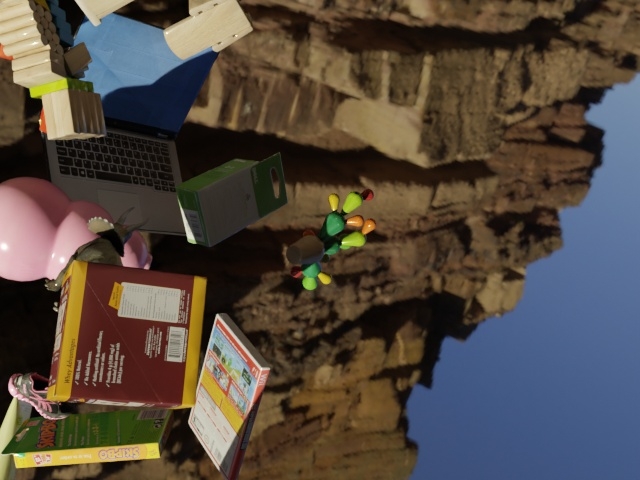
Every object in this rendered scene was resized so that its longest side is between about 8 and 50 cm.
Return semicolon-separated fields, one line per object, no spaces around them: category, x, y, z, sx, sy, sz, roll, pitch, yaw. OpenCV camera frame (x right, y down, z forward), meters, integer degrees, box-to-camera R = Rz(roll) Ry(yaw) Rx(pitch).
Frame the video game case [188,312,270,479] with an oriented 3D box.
video game case;-0.193;0.322;1.683;0.025;0.285;0.204;0;-153;-36

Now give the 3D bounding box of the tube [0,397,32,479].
tube;-0.596;0.406;1.546;0.062;0.240;0.070;25;161;-37

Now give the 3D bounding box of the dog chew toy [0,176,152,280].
dog chew toy;-0.500;0.003;1.617;0.332;0.206;0.206;19;-153;-14

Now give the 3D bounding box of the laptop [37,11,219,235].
laptop;-0.401;-0.249;1.846;0.382;0.236;0.408;5;-113;-51

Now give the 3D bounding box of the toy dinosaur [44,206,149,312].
toy dinosaur;-0.390;0.063;1.413;0.121;0.160;0.313;27;-157;-25

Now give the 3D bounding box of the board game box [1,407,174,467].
board game box;-0.384;0.327;1.363;0.259;0.039;0.124;-2;-164;1

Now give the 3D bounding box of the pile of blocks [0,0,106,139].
pile of blocks;-0.516;-0.342;1.494;0.112;0.362;0.149;-9;-156;19

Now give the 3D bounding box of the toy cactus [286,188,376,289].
toy cactus;0.000;0.000;1.446;0.112;0.219;0.180;49;-149;16

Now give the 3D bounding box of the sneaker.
sneaker;-0.427;0.241;1.282;0.119;0.057;0.047;43;-148;-39

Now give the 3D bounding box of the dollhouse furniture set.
dollhouse furniture set;-0.267;-0.458;1.254;0.198;0.286;0.303;-24;-139;10

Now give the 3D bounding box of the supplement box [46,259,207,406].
supplement box;-0.284;0.144;1.195;0.194;0.191;0.129;9;165;-21

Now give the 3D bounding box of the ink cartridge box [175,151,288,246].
ink cartridge box;-0.157;-0.081;1.484;0.062;0.109;0.209;12;-148;40
